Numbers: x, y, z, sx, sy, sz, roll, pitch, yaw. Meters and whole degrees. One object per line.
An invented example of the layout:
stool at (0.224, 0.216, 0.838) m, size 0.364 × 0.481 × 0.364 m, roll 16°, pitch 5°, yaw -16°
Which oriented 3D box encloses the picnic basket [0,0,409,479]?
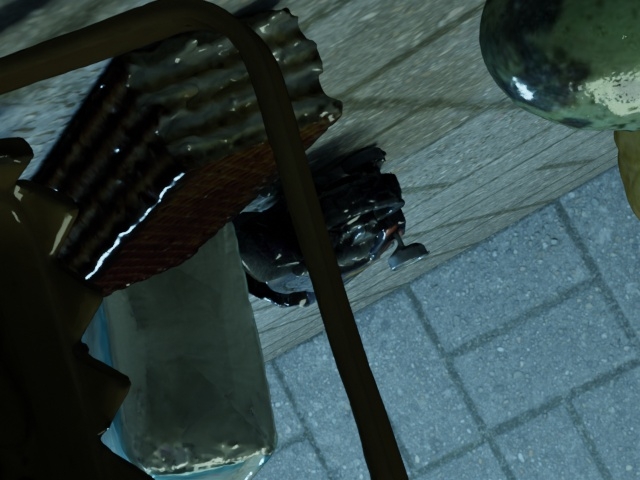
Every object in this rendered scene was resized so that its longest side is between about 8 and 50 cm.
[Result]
picnic basket at (-0.140, 0.067, 0.542) m, size 0.321 × 0.254 × 0.291 m, roll -18°, pitch 174°, yaw 11°

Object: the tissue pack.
tissue pack at (-0.129, 0.121, 1.078) m, size 0.124 × 0.201 × 0.271 m, roll -2°, pitch 156°, yaw -16°

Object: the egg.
egg at (0.177, -0.131, 0.802) m, size 0.182 × 0.141 × 0.141 m, roll -13°, pitch 167°, yaw -26°

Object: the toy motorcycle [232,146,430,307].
toy motorcycle at (0.000, 0.000, 1.228) m, size 0.173 × 0.108 × 0.307 m, roll -23°, pitch 171°, yaw 2°

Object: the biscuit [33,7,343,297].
biscuit at (-0.089, -0.038, 0.745) m, size 0.106 × 0.070 × 0.252 m, roll -24°, pitch 172°, yaw -34°

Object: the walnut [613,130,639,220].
walnut at (0.477, -0.124, 1.347) m, size 0.354 × 0.307 × 0.398 m, roll 5°, pitch -172°, yaw 24°
